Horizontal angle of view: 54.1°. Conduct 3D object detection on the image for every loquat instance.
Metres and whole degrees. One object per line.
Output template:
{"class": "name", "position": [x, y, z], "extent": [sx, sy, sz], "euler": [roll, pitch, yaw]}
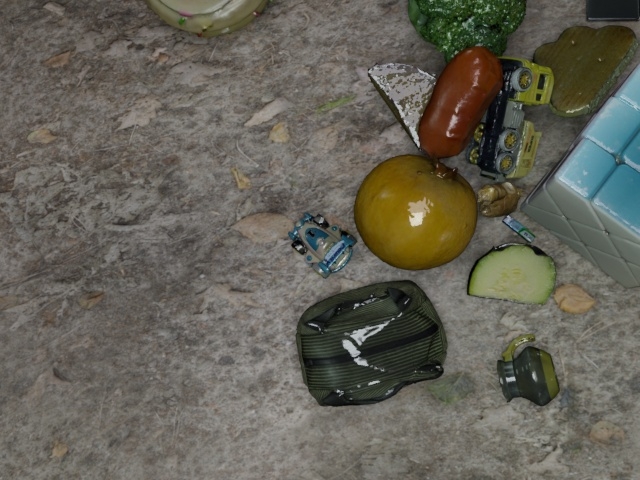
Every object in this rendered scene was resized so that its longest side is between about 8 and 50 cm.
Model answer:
{"class": "loquat", "position": [0.213, -0.066, 1.386], "extent": [0.275, 0.275, 0.275], "euler": [-1, 81, 7]}

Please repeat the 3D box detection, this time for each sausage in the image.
{"class": "sausage", "position": [0.303, -0.300, 1.380], "extent": [0.133, 0.133, 0.258], "euler": [30, 120, 11]}

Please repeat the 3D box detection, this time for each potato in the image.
{"class": "potato", "position": [0.229, -0.340, 1.504], "extent": [0.138, 0.098, 0.243], "euler": [-34, 96, 8]}

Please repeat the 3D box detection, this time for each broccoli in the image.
{"class": "broccoli", "position": [0.336, -0.604, 1.450], "extent": [0.321, 0.310, 0.413], "euler": [-34, 97, 0]}

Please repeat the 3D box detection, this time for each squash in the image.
{"class": "squash", "position": [0.437, 0.052, 1.426], "extent": [0.192, 0.184, 0.085], "euler": [7, 43, 6]}

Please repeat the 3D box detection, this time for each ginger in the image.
{"class": "ginger", "position": [0.396, -0.091, 1.443], "extent": [0.096, 0.165, 0.067], "euler": [-46, 58, 35]}

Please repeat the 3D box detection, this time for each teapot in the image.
{"class": "teapot", "position": [0.454, 0.286, 1.387], "extent": [0.119, 0.130, 0.165], "euler": [-14, 46, 20]}

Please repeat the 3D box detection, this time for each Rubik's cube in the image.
{"class": "Rubik's cube", "position": [0.667, -0.121, 1.318], "extent": [0.322, 0.319, 0.316], "euler": [40, 86, 10]}

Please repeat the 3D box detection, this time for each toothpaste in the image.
{"class": "toothpaste", "position": [0.468, -0.028, 1.479], "extent": [0.083, 0.017, 0.020], "euler": [41, 87, 12]}

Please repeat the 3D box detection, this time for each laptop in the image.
{"class": "laptop", "position": [0.722, -0.625, 1.547], "extent": [0.129, 0.016, 0.180], "euler": [2, 80, 7]}

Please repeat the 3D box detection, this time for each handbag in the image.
{"class": "handbag", "position": [0.106, 0.224, 1.372], "extent": [0.341, 0.240, 0.247], "euler": [-16, 84, 3]}

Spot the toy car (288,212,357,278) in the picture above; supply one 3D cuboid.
{"class": "toy car", "position": [0.000, 0.000, 1.490], "extent": [0.161, 0.098, 0.126], "euler": [42, 86, 10]}

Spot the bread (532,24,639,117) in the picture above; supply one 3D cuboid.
{"class": "bread", "position": [0.600, -0.408, 1.479], "extent": [0.207, 0.056, 0.286], "euler": [34, 75, 34]}

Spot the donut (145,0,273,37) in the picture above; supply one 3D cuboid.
{"class": "donut", "position": [-0.270, -0.672, 1.606], "extent": [0.371, 0.150, 0.307], "euler": [-27, 79, 2]}

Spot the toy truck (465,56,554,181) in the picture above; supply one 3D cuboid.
{"class": "toy truck", "position": [0.443, -0.272, 1.433], "extent": [0.157, 0.124, 0.272], "euler": [-2, 108, -30]}
